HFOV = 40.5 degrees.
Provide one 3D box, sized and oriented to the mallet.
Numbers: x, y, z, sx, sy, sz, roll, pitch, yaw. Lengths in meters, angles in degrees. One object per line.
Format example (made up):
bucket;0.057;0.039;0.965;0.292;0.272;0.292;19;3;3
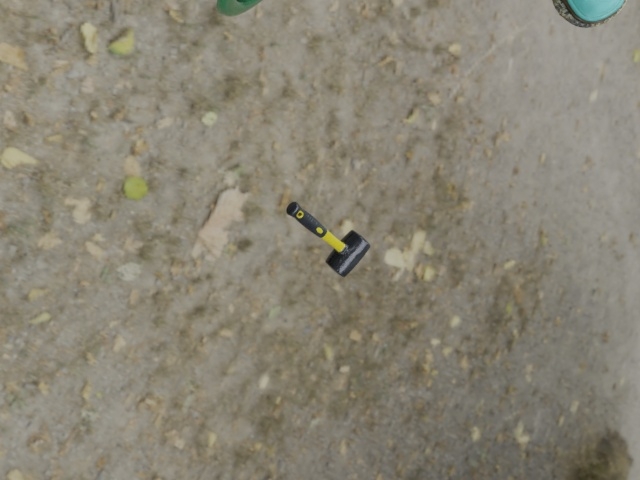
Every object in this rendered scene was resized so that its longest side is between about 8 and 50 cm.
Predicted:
mallet;0.000;0.000;1.125;0.062;0.039;0.189;-54;146;7

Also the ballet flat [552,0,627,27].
ballet flat;0.326;-0.546;1.317;0.483;0.164;0.182;54;14;-29

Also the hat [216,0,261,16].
hat;-0.096;-0.308;0.717;0.173;0.183;0.208;-49;-179;15
